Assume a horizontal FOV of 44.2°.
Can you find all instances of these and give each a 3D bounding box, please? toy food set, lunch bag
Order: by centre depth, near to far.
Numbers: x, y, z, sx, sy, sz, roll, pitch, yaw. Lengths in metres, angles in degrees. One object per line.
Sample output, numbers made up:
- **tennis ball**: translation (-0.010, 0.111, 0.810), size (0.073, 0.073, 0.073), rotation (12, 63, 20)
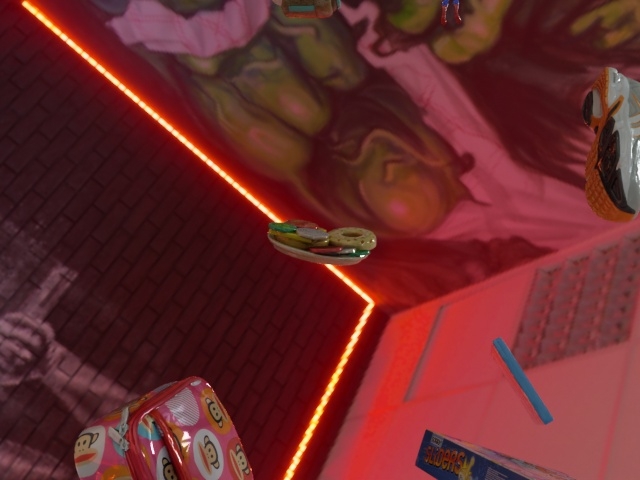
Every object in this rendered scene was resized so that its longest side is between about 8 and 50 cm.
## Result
- **toy food set**: translation (0.000, 0.000, 0.612), size (0.082, 0.083, 0.020), rotation (-33, 136, -71)
- **lunch bag**: translation (-0.172, 0.325, 0.928), size (0.120, 0.293, 0.258), rotation (-23, 180, 17)

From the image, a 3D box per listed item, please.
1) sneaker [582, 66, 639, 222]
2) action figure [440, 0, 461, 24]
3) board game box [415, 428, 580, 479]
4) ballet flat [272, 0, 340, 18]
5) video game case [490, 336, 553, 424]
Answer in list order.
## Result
- **sneaker**: translation (0.426, -0.127, 1.053), size (0.099, 0.121, 0.262), rotation (106, -2, -54)
- **action figure**: translation (0.211, -0.401, 1.274), size (0.038, 0.030, 0.115), rotation (-3, -112, 20)
- **board game box**: translation (0.167, 0.191, 0.588), size (0.201, 0.136, 0.035), rotation (162, -52, -77)
- **ballet flat**: translation (-0.051, -0.496, 1.452), size (0.124, 0.116, 0.342), rotation (-14, -137, 1)
- **video game case**: translation (0.264, 0.190, 1.048), size (0.015, 0.119, 0.166), rotation (-31, 163, 3)
